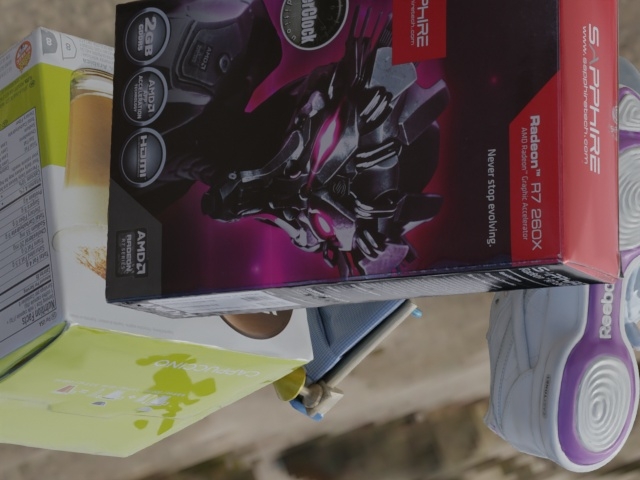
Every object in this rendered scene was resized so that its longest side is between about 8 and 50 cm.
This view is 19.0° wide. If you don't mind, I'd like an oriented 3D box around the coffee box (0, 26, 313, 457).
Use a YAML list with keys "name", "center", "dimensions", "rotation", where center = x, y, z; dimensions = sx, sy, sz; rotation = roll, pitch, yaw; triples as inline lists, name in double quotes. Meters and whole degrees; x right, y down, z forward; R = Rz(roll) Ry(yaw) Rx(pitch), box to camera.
- name: "coffee box"
  center: [-0.257, 0.021, 2.091]
  dimensions: [0.337, 0.334, 0.338]
  rotation: [13, 149, -42]

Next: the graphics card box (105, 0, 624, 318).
- name: "graphics card box"
  center: [0.022, -0.074, 1.333]
  dimensions: [0.370, 0.233, 0.094]
  rotation: [-5, 168, 32]

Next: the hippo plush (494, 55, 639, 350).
- name: "hippo plush"
  center: [0.278, -0.034, 1.910]
  dimensions: [0.294, 0.234, 0.237]
  rotation: [-5, 140, -15]

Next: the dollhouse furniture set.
- name: "dollhouse furniture set"
  center: [0.000, 0.000, 2.201]
  dimensions: [0.198, 0.303, 0.286]
  rotation: [33, 114, -31]

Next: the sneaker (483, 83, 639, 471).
- name: "sneaker"
  center: [0.187, 0.023, 1.518]
  dimensions: [0.114, 0.305, 0.152]
  rotation: [14, 175, -31]
